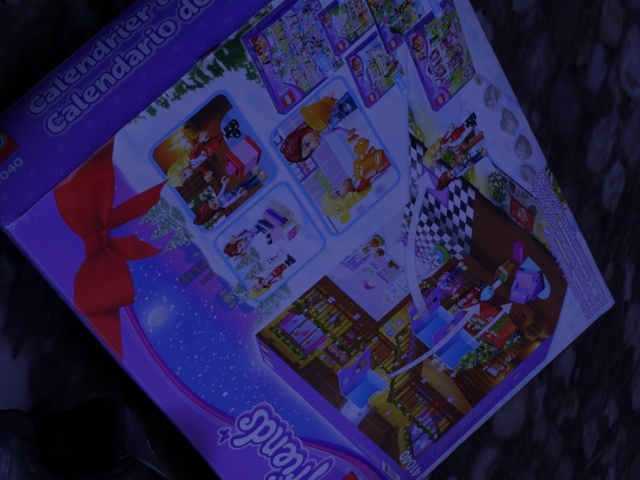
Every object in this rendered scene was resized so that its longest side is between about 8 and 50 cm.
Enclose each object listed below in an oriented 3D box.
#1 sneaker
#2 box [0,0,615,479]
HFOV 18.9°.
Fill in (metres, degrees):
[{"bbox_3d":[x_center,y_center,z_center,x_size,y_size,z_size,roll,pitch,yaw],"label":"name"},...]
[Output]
[{"bbox_3d":[-0.084,0.122,0.785,0.234,0.078,0.106,31,77,-53],"label":"sneaker"},{"bbox_3d":[0.000,0.000,0.824,0.201,0.057,0.293,-42,137,-8],"label":"box"}]
